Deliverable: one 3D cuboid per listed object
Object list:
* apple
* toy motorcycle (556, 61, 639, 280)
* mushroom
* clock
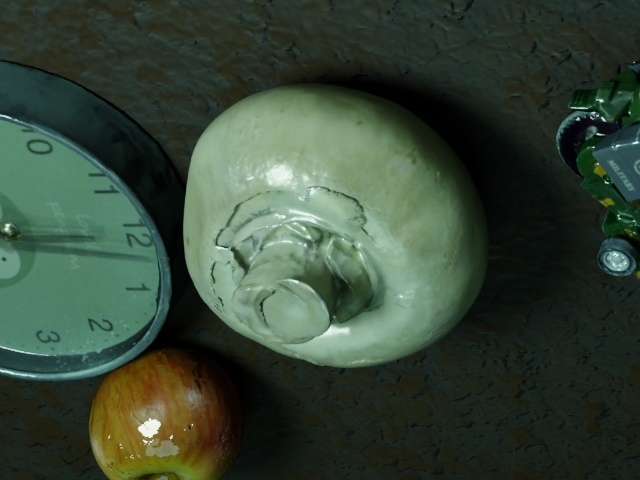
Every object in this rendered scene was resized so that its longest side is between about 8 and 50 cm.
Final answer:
[{"bbox_3d":[-0.137,0.160,1.594,0.147,0.146,0.146,9,132,10],"label":"apple"},{"bbox_3d":[0.297,-0.020,1.303,0.187,0.124,0.274,-19,123,41],"label":"toy motorcycle"},{"bbox_3d":[0.000,0.000,1.358,0.246,0.202,0.246,12,126,17],"label":"mushroom"},{"bbox_3d":[-0.265,-0.009,1.520,0.319,0.066,0.318,8,131,9],"label":"clock"}]
